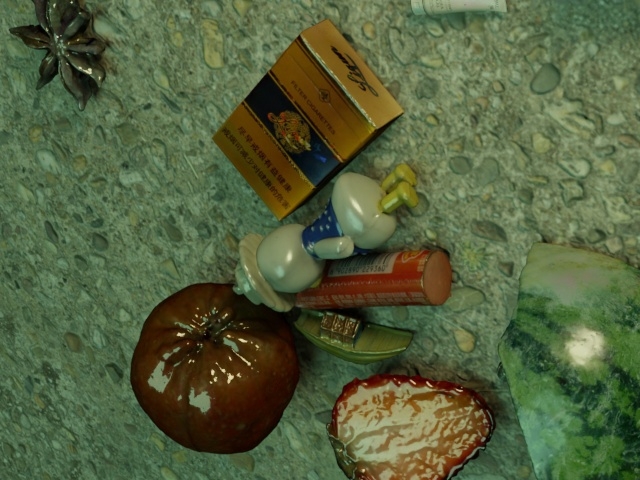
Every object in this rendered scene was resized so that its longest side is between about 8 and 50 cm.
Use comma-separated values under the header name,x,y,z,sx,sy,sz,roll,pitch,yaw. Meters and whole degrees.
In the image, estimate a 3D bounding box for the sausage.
name,x,y,z,sx,sy,sz,roll,pitch,yaw
sausage,0.047,0.056,1.331,0.274,0.074,0.074,-6,112,40

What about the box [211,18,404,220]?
name,x,y,z,sx,sy,sz,roll,pitch,yaw
box,-0.022,-0.148,1.268,0.152,0.070,0.237,51,133,2

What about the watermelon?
name,x,y,z,sx,sy,sz,roll,pitch,yaw
watermelon,0.301,0.135,1.101,0.260,0.256,0.176,67,163,-8

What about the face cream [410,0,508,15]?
name,x,y,z,sx,sy,sz,roll,pitch,yaw
face cream,0.153,-0.267,1.093,0.115,0.020,0.038,3,116,34

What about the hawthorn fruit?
name,x,y,z,sx,sy,sz,roll,pitch,yaw
hawthorn fruit,-0.149,0.193,1.452,0.258,0.258,0.261,7,131,35

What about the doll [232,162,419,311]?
name,x,y,z,sx,sy,sz,roll,pitch,yaw
doll,0.000,0.000,1.274,0.293,0.138,0.119,-31,117,24

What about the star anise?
name,x,y,z,sx,sy,sz,roll,pitch,yaw
star anise,-0.383,-0.292,1.465,0.181,0.061,0.204,-11,111,36

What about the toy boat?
name,x,y,z,sx,sy,sz,roll,pitch,yaw
toy boat,0.045,0.130,1.383,0.172,0.065,0.066,14,134,23

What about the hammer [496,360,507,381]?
name,x,y,z,sx,sy,sz,roll,pitch,yaw
hammer,0.353,0.177,1.195,0.288,0.033,0.111,24,129,25

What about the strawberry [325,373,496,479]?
name,x,y,z,sx,sy,sz,roll,pitch,yaw
strawberry,0.134,0.258,1.377,0.237,0.111,0.190,-19,93,19
